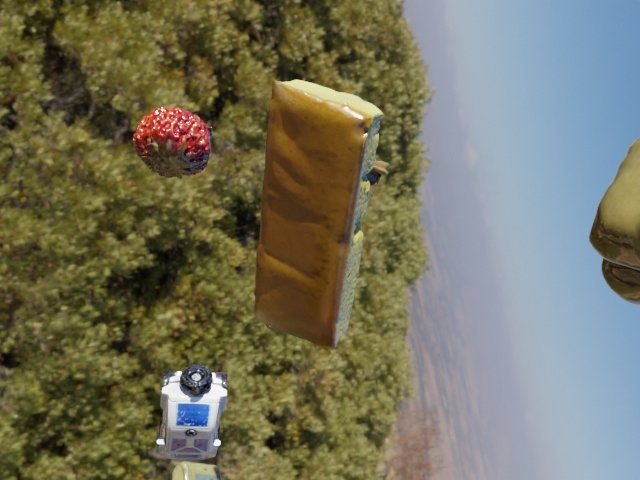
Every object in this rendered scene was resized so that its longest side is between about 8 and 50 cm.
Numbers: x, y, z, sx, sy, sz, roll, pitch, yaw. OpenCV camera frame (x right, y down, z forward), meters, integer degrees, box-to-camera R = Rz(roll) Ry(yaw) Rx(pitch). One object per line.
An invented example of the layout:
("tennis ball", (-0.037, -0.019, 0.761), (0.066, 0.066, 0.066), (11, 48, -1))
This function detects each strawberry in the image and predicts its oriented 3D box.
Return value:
("strawberry", (-0.263, -0.167, 1.261), (0.145, 0.145, 0.086), (58, 29, -55))

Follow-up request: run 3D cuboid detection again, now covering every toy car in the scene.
("toy car", (-0.159, 0.219, 0.882), (0.070, 0.080, 0.171), (-97, -164, -48))

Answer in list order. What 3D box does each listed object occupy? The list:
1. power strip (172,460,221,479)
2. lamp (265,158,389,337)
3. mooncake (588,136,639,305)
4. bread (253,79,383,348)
("power strip", (-0.197, 0.571, 1.219), (0.092, 0.066, 0.387), (25, 43, -43))
("lamp", (0.000, 0.000, 1.186), (0.325, 0.089, 0.090), (-67, -158, 9))
("mooncake", (0.739, -0.005, 1.293), (0.262, 0.467, 0.467), (-61, 151, -17))
("bread", (-0.009, -0.031, 0.961), (0.077, 0.138, 0.361), (-40, 145, -52))
